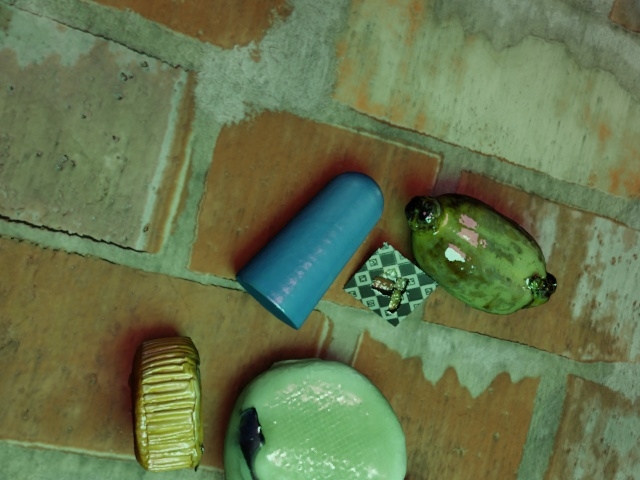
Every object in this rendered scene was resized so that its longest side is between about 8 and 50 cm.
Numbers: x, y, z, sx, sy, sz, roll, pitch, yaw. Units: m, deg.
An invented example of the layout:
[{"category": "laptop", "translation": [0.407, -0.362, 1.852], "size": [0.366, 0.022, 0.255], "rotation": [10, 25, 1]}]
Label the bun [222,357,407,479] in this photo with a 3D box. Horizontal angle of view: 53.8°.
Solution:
[{"category": "bun", "translation": [-0.015, 0.341, 1.017], "size": [0.293, 0.187, 0.293], "rotation": [3, 70, -10]}]

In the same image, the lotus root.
[{"category": "lotus root", "translation": [0.268, 0.013, 1.101], "size": [0.309, 0.173, 0.173], "rotation": [33, 83, -17]}]

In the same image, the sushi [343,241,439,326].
[{"category": "sushi", "translation": [0.122, 0.074, 1.106], "size": [0.126, 0.026, 0.120], "rotation": [37, 114, -11]}]

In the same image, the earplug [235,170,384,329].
[{"category": "earplug", "translation": [0.000, 0.000, 1.028], "size": [0.132, 0.132, 0.273], "rotation": [45, 76, -16]}]

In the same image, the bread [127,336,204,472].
[{"category": "bread", "translation": [-0.229, 0.240, 0.928], "size": [0.104, 0.199, 0.199], "rotation": [-2, 94, -15]}]
